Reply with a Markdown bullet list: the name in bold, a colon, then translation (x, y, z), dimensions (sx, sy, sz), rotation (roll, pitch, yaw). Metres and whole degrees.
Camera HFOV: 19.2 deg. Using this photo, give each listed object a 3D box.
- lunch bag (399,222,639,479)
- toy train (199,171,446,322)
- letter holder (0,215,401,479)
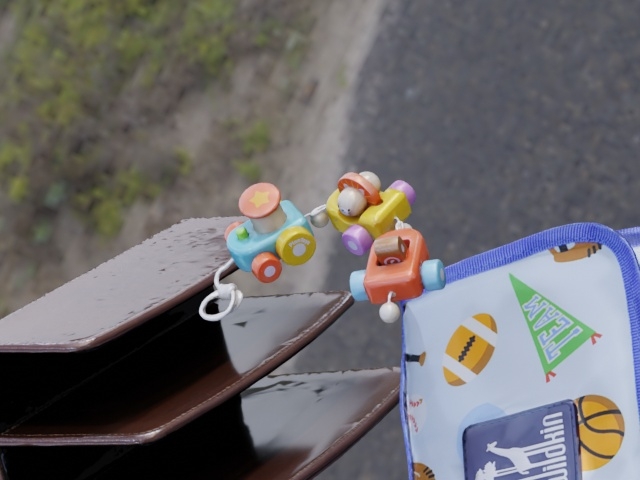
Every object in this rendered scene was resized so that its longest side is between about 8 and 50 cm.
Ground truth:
- **lunch bag**: translation (0.250, 0.160, 1.278), dimensions (0.239, 0.385, 0.328), rotation (77, -170, -65)
- **toy train**: translation (0.000, 0.000, 1.186), dimensions (0.166, 0.046, 0.125), rotation (-6, 38, 23)
- **letter holder**: translation (-0.081, 0.092, 1.404), dimensions (0.214, 0.152, 0.302), rotation (-4, 16, 31)
